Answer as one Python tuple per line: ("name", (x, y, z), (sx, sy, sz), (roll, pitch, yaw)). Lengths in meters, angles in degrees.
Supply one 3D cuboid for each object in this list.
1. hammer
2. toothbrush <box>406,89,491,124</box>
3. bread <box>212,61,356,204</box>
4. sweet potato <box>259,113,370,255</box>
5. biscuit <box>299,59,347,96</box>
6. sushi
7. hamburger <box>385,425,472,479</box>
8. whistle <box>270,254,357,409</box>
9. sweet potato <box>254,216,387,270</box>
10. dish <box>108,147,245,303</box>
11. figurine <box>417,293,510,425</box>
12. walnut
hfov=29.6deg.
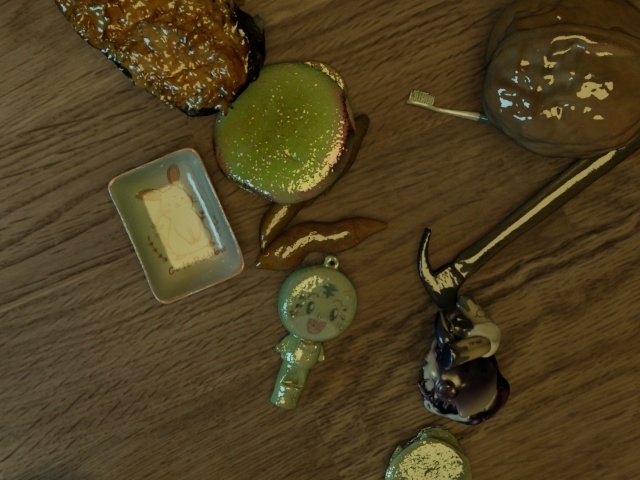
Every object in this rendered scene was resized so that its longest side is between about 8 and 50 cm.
("hammer", (0.345, -0.048, 1.923), (0.440, 0.044, 0.168), (-37, 98, 0))
("toothbrush", (0.270, -0.193, 1.915), (0.276, 0.019, 0.025), (15, 87, -4))
("bread", (-0.058, -0.166, 1.857), (0.228, 0.033, 0.228), (-1, 83, 10))
("sweet potato", (-0.014, -0.092, 1.886), (0.067, 0.067, 0.274), (41, 87, -6))
("biscuit", (-0.015, -0.223, 1.897), (0.120, 0.015, 0.120), (0, 96, -3))
("sushi", (-0.229, -0.342, 1.781), (0.348, 0.207, 0.234), (37, 98, -2))
("hamburger", (0.176, 0.376, 1.947), (0.133, 0.062, 0.140), (43, 94, -2))
("whistle", (-0.020, 0.143, 1.912), (0.126, 0.067, 0.258), (15, 99, -17))
("sweet potato", (-0.002, -0.003, 1.903), (0.218, 0.051, 0.065), (-18, 93, -2))
("dish", (-0.220, -0.025, 1.875), (0.151, 0.077, 0.212), (-23, 97, 1))
("figurine", (0.228, 0.199, 1.883), (0.145, 0.145, 0.222), (1, 136, -3))
("walnut", (0.376, -0.247, 1.810), (0.273, 0.273, 0.227), (-9, 128, -2))
